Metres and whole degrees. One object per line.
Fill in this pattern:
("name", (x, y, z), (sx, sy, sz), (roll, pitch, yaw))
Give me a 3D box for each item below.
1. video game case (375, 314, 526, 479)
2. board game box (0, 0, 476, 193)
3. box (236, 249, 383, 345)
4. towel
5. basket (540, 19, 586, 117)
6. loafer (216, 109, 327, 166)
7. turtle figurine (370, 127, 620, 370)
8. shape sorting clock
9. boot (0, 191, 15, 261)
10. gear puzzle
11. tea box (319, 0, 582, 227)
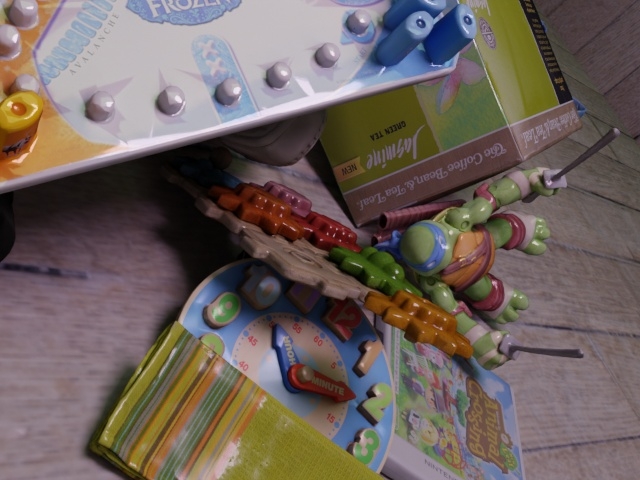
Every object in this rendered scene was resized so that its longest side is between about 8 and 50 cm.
("video game case", (0.128, 0.176, 0.835), (0.193, 0.023, 0.212), (37, 31, -20))
("board game box", (-0.120, -0.251, 0.528), (0.390, 0.050, 0.390), (-20, 83, -32))
("box", (-0.012, 0.085, 0.752), (0.162, 0.029, 0.116), (35, 32, -20))
("towel", (-0.036, 0.162, 0.592), (0.237, 0.021, 0.102), (39, 58, -16))
("basket", (0.302, -0.285, 1.435), (0.289, 0.201, 0.255), (44, 27, 12))
("loafer", (-0.048, -0.130, 0.803), (0.111, 0.112, 0.319), (43, 7, -26))
("turtle figurine", (0.211, 0.031, 0.908), (0.266, 0.275, 0.198), (8, 68, -66))
("shape sorting clock", (-0.022, 0.108, 0.659), (0.206, 0.040, 0.206), (21, 52, -31))
("boot", (-0.328, -0.133, 0.477), (0.348, 0.131, 0.260), (28, 40, -50))
("gear puzzle", (0.000, 0.000, 0.700), (0.175, 0.044, 0.339), (20, 11, -40))
("tea box", (0.136, -0.225, 1.046), (0.329, 0.220, 0.323), (-24, 92, -60))
